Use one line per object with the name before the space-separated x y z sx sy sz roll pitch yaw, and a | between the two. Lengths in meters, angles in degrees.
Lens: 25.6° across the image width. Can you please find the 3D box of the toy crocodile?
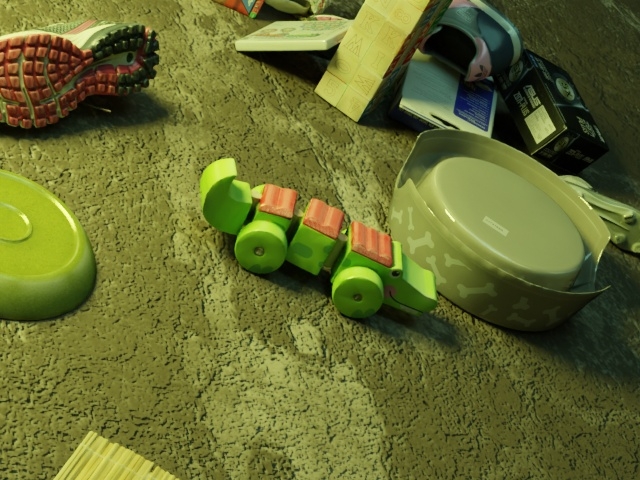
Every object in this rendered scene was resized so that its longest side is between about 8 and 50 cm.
toy crocodile | 0.000 0.000 1.776 0.340 0.105 0.115 25 32 -11

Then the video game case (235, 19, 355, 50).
video game case | -0.032 -0.320 2.198 0.157 0.019 0.143 3 22 26

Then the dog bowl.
dog bowl | 0.251 -0.011 2.005 0.348 0.102 0.349 21 33 -14

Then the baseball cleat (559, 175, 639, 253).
baseball cleat | 0.454 -0.052 2.262 0.205 0.072 0.109 28 25 -12

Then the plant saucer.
plant saucer | -0.355 -0.010 1.558 0.241 0.037 0.241 22 32 -15

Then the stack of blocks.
stack of blocks | 0.122 -0.343 2.172 0.087 0.297 0.171 36 31 8

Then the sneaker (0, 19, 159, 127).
sneaker | -0.345 -0.218 1.806 0.112 0.121 0.299 16 21 36

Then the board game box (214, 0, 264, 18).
board game box | -0.110 -0.489 2.198 0.145 0.281 0.027 22 36 -13

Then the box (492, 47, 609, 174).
box | 0.385 -0.216 2.364 0.147 0.077 0.180 18 42 -48

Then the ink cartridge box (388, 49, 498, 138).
ink cartridge box | 0.204 -0.231 2.310 0.165 0.065 0.333 28 30 -5

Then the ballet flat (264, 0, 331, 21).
ballet flat | -0.094 -0.430 2.326 0.241 0.091 0.077 21 55 -9

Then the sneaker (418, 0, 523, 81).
sneaker | 0.178 -0.373 2.334 0.319 0.112 0.131 35 48 24

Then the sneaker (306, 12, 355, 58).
sneaker | 0.044 -0.336 2.334 0.178 0.072 0.077 16 22 -37

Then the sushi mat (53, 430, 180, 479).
sushi mat | -0.209 0.297 1.268 0.151 0.019 0.316 31 31 2
